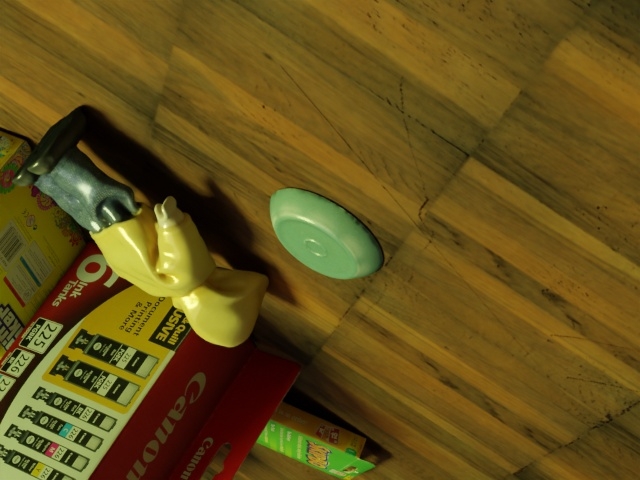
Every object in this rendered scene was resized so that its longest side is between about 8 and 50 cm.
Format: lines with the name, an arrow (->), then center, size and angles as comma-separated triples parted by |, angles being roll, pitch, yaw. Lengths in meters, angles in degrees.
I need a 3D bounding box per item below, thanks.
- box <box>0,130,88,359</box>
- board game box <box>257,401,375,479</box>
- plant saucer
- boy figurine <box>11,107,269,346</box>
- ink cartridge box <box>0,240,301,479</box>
box -> -0.437, -0.002, 1.558 | 0.279, 0.177, 0.290 | 21, 152, 28
board game box -> -0.061, 0.222, 1.634 | 0.259, 0.039, 0.124 | 27, 157, -6
plant saucer -> 0.000, 0.000, 1.225 | 0.119, 0.021, 0.119 | 26, 154, 14
boy figurine -> -0.165, -0.004, 1.332 | 0.285, 0.092, 0.177 | 39, 154, -14
ink cartridge box -> -0.216, 0.182, 1.468 | 0.271, 0.309, 0.130 | 16, 150, 31
